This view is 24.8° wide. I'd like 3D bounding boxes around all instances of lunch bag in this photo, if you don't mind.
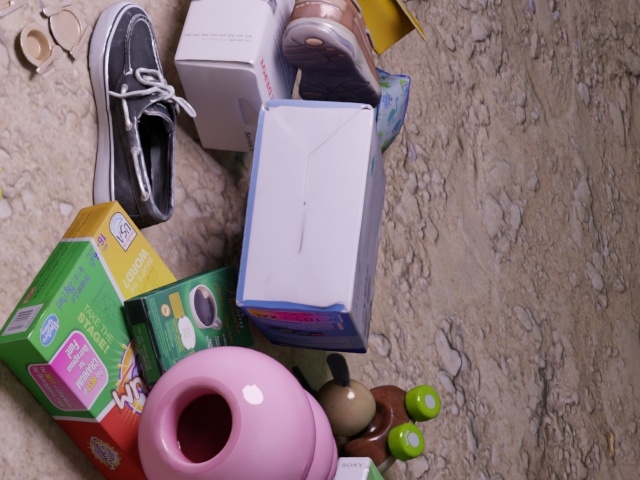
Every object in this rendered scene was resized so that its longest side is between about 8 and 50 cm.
[{"bbox_3d":[0.073,-0.181,2.285,0.129,0.096,0.151,-40,142,-52],"label":"lunch bag"}]

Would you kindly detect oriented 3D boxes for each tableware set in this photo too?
[{"bbox_3d":[-0.347,-0.287,1.784,0.169,0.020,0.141,62,37,-21],"label":"tableware set"}]

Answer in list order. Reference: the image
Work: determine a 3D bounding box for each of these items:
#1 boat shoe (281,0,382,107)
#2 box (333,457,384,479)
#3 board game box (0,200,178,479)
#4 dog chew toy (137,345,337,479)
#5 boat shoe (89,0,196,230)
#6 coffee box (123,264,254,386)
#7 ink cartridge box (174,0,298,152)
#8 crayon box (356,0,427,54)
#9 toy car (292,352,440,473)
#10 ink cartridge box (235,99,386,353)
[{"bbox_3d":[0.025,-0.267,2.017,0.324,0.123,0.116,68,27,-75],"label":"boat shoe"},{"bbox_3d":[0.076,0.489,2.064,0.322,0.058,0.232,62,35,-43],"label":"box"},{"bbox_3d":[-0.232,0.148,1.775,0.316,0.064,0.242,55,40,-29],"label":"board game box"},{"bbox_3d":[-0.078,0.246,1.742,0.332,0.206,0.207,37,50,-64],"label":"dog chew toy"},{"bbox_3d":[-0.224,-0.165,1.845,0.113,0.105,0.306,25,61,-49],"label":"boat shoe"},{"bbox_3d":[-0.159,0.103,1.799,0.184,0.040,0.113,-23,100,-55],"label":"coffee box"},{"bbox_3d":[-0.099,-0.284,1.990,0.198,0.114,0.273,75,23,-55],"label":"ink cartridge box"},{"bbox_3d":[0.036,-0.409,2.170,0.202,0.081,0.318,50,8,-34],"label":"crayon box"},{"bbox_3d":[0.047,0.231,2.088,0.188,0.155,0.149,48,43,-18],"label":"toy car"},{"bbox_3d":[0.000,0.000,1.953,0.395,0.151,0.270,61,35,-75],"label":"ink cartridge box"}]
